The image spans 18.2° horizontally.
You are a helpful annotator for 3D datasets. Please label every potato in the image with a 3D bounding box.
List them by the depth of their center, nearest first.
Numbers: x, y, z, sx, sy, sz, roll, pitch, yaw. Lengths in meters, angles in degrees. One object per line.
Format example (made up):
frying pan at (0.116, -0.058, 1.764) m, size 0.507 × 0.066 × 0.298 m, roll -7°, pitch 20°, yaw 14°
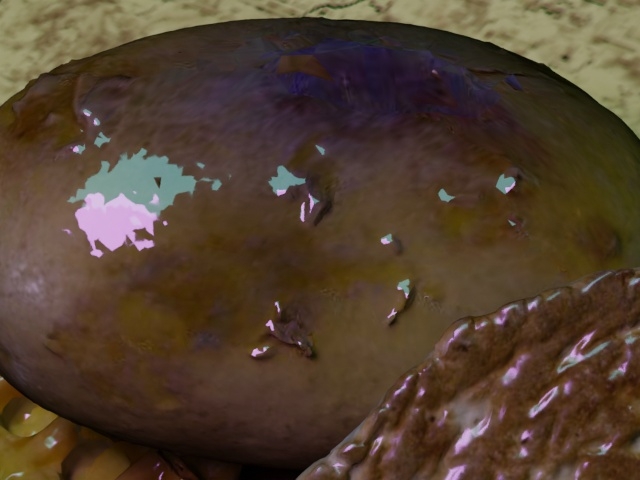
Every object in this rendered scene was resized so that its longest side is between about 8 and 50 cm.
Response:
potato at (0.000, 0.000, 0.805) m, size 0.307 × 0.173 × 0.210 m, roll 3°, pitch 41°, yaw -13°

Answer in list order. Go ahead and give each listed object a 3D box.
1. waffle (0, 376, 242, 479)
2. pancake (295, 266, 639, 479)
waffle at (-0.191, 0.141, 0.861) m, size 0.307 × 0.060 × 0.312 m, roll 0°, pitch 50°, yaw 23°
pancake at (0.125, 0.104, 0.716) m, size 0.376 × 0.197 × 0.054 m, roll -14°, pitch 3°, yaw -2°
